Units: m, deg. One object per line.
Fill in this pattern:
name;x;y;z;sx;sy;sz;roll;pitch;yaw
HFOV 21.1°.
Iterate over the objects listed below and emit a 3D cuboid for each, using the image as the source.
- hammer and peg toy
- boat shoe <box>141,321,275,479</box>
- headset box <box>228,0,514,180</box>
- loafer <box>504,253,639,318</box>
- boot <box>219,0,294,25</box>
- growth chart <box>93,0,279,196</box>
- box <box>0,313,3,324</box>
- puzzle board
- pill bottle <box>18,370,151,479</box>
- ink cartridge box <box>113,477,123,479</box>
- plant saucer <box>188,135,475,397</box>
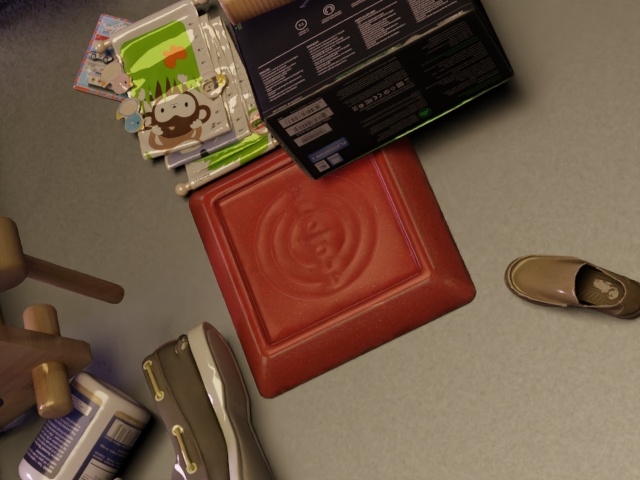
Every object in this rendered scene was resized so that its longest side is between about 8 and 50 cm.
hammer and peg toy;-0.366;0.129;1.759;0.361;0.266;0.127;-35;56;32
boat shoe;-0.108;0.234;1.774;0.091;0.109;0.305;-25;61;12
headset box;0.033;-0.251;1.825;0.246;0.131;0.283;-28;54;10
loafer;0.254;0.041;1.730;0.148;0.050;0.056;9;77;22
boot;-0.045;-0.366;1.799;0.211;0.104;0.295;-28;56;3
growth chart;-0.152;-0.166;1.946;0.172;0.021;0.237;-32;70;8
box;-0.542;0.025;1.951;0.279;0.177;0.290;-21;69;13
puzzle board;-0.219;-0.207;1.996;0.128;0.011;0.096;16;80;24
pill bottle;-0.263;0.232;1.834;0.094;0.094;0.169;31;86;25
ink cartridge box;-0.235;0.373;1.678;0.197;0.273;0.114;-42;101;4
plant saucer;0.000;0.000;1.836;0.259;0.048;0.258;-27;67;11
